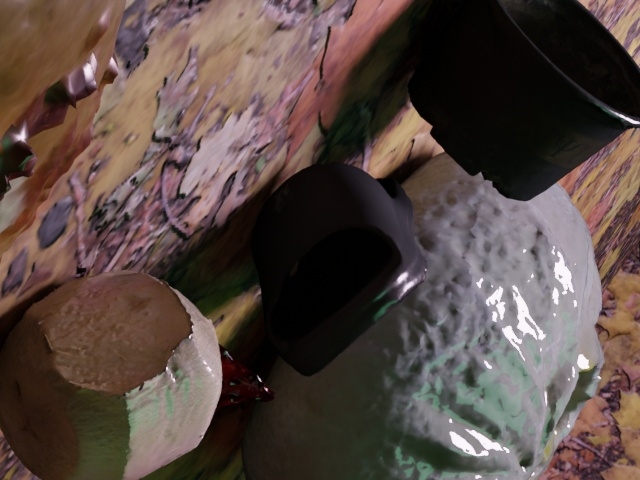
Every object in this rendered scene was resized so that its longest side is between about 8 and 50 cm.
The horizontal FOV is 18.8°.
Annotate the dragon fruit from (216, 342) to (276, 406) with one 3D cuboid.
[{"bbox_3d":[-0.086,0.081,1.161,0.063,0.097,0.131,-49,-175,-8],"label":"dragon fruit"}]

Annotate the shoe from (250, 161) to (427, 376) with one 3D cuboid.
[{"bbox_3d":[0.000,0.000,1.225,0.108,0.093,0.241,-40,-169,14],"label":"shoe"}]

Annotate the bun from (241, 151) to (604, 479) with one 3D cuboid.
[{"bbox_3d":[0.093,0.104,1.491,0.362,0.211,0.362,-49,163,-20],"label":"bun"}]

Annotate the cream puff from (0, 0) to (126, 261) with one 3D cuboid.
[{"bbox_3d":[-0.153,-0.040,0.457,0.240,0.164,0.240,-40,174,-5],"label":"cream puff"}]

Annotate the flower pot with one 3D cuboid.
[{"bbox_3d":[0.134,-0.100,1.290,0.107,0.157,0.157,-48,170,26],"label":"flower pot"}]

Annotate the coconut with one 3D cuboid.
[{"bbox_3d":[-0.101,0.067,0.994,0.124,0.110,0.110,-33,156,-38],"label":"coconut"}]
